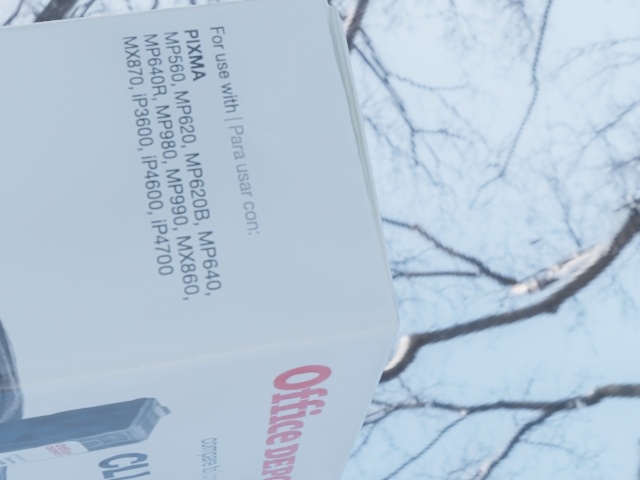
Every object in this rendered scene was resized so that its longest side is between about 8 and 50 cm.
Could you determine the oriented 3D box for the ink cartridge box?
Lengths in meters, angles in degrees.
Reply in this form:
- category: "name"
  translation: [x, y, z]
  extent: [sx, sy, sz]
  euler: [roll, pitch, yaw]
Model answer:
- category: "ink cartridge box"
  translation: [-0.124, 0.031, 0.398]
  extent: [0.273, 0.197, 0.114]
  euler: [-9, -113, -9]
